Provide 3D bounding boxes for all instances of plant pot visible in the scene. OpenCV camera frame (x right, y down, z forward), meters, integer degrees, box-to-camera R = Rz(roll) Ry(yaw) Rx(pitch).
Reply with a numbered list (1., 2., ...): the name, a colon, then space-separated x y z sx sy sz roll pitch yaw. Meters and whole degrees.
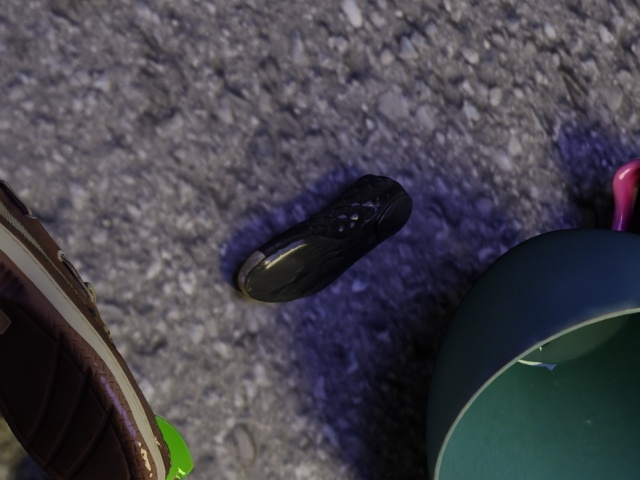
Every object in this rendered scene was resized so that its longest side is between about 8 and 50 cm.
1. plant pot: 0.209 0.103 1.415 0.290 0.290 0.195 31 26 -30

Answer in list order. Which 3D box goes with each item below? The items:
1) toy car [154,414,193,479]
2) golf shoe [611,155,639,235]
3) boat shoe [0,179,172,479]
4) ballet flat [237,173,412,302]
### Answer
1. toy car: -0.170 0.203 1.197 0.225 0.053 0.239 -45 109 -37
2. golf shoe: 0.292 0.070 1.548 0.140 0.115 0.306 27 54 -55
3. boat shoe: -0.170 0.054 1.175 0.257 0.095 0.095 53 32 7
4. ballet flat: 0.000 0.000 1.398 0.173 0.049 0.057 -29 131 -36
